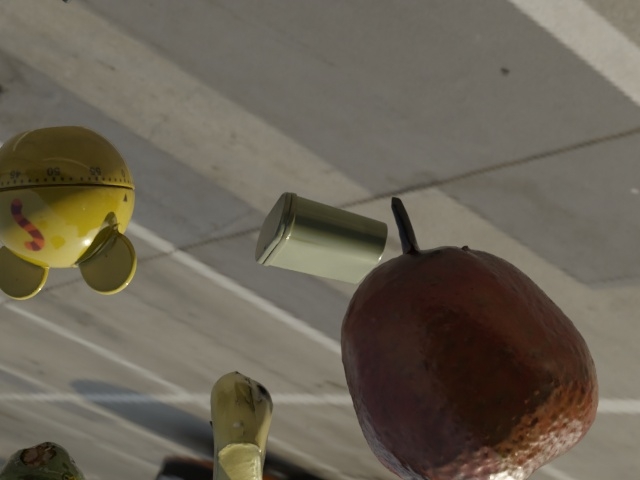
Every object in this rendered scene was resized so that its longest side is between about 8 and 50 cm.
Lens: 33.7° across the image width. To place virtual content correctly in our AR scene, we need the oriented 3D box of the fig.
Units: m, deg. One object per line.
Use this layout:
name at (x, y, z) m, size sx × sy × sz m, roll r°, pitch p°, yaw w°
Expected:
fig at (-0.584, 0.510, 2.228) m, size 0.206 × 0.206 × 0.275 m, roll 27°, pitch -177°, yaw -17°

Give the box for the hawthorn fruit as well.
hawthorn fruit at (0.158, 0.118, 1.259) m, size 0.284 × 0.369 × 0.285 m, roll -22°, pitch 176°, yaw -2°

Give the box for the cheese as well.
cheese at (-0.165, 0.390, 2.121) m, size 0.128 × 0.316 × 0.260 m, roll 7°, pitch 119°, yaw -5°

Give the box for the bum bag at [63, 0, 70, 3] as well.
bum bag at (-0.350, -0.457, 1.661) m, size 0.087 × 0.197 × 0.049 m, roll 55°, pitch -171°, yaw 8°

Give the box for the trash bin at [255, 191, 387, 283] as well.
trash bin at (0.000, 0.000, 2.383) m, size 0.247 × 0.121 × 0.243 m, roll 14°, pitch 155°, yaw -12°

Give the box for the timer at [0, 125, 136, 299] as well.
timer at (-0.593, -0.061, 2.422) m, size 0.376 × 0.387 × 0.376 m, roll -5°, pitch 179°, yaw 0°
